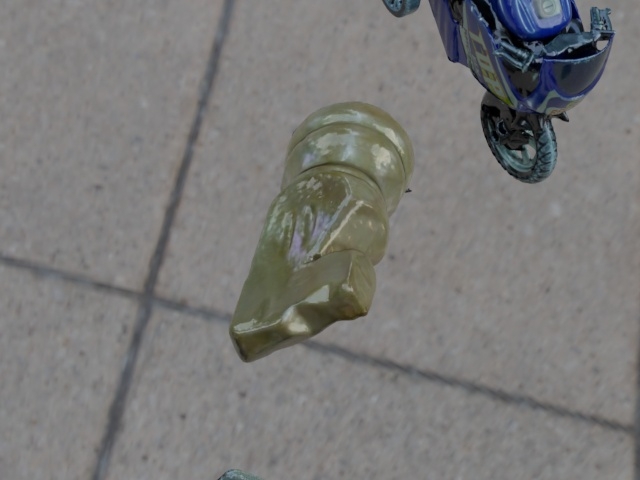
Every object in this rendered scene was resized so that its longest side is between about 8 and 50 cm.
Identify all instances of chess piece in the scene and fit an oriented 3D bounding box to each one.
[{"bbox_3d":[0.000,0.000,1.448,0.137,0.137,0.301,21,35,0],"label":"chess piece"}]

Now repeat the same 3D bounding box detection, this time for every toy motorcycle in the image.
[{"bbox_3d":[0.130,-0.191,1.172,0.113,0.169,0.315,-22,99,-22],"label":"toy motorcycle"}]

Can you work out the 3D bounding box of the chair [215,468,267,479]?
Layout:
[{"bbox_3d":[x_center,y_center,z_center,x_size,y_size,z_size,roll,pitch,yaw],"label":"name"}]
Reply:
[{"bbox_3d":[0.040,0.297,1.285,0.319,0.160,0.186,18,19,-50],"label":"chair"}]
